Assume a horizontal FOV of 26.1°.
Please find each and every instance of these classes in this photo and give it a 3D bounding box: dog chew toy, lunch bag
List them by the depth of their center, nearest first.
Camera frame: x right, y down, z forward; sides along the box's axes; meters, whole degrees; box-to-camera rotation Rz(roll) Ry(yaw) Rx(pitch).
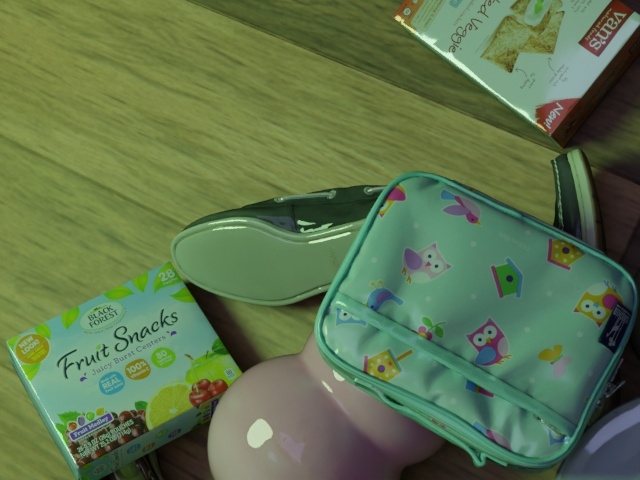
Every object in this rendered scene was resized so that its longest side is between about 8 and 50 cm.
[{"bbox_3d":[0.146,0.082,1.283,0.279,0.108,0.224,28,75,8],"label":"lunch bag"},{"bbox_3d":[0.045,0.161,1.413,0.332,0.206,0.206,-42,68,0],"label":"dog chew toy"}]

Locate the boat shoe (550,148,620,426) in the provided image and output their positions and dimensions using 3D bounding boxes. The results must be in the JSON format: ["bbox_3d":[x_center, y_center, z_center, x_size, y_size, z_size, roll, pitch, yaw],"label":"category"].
[{"bbox_3d":[0.247,0.050,1.400,0.092,0.103,0.285,-6,84,15],"label":"boat shoe"}]

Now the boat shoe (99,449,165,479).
[{"bbox_3d":[-0.206,0.301,1.531,0.095,0.095,0.257,-37,70,12],"label":"boat shoe"}]

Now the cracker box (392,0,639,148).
[{"bbox_3d":[0.215,-0.230,1.481,0.232,0.067,0.155,40,96,22],"label":"cracker box"}]

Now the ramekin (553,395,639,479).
[{"bbox_3d":[0.334,0.260,1.266,0.273,0.127,0.272,-16,53,23],"label":"ramekin"}]

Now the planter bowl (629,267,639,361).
[{"bbox_3d":[0.370,0.067,1.343,0.162,0.109,0.162,-4,78,21],"label":"planter bowl"}]

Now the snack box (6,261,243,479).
[{"bbox_3d":[-0.214,0.145,1.525,0.207,0.070,0.174,-25,65,-20],"label":"snack box"}]

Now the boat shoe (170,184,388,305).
[{"bbox_3d":[0.000,0.000,1.522,0.335,0.095,0.112,-4,114,24],"label":"boat shoe"}]
